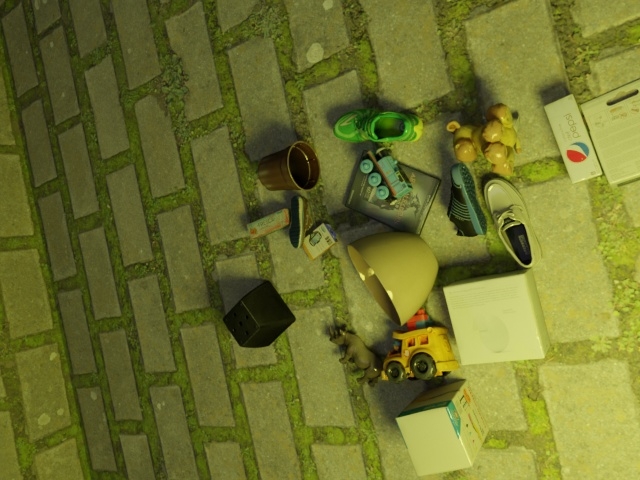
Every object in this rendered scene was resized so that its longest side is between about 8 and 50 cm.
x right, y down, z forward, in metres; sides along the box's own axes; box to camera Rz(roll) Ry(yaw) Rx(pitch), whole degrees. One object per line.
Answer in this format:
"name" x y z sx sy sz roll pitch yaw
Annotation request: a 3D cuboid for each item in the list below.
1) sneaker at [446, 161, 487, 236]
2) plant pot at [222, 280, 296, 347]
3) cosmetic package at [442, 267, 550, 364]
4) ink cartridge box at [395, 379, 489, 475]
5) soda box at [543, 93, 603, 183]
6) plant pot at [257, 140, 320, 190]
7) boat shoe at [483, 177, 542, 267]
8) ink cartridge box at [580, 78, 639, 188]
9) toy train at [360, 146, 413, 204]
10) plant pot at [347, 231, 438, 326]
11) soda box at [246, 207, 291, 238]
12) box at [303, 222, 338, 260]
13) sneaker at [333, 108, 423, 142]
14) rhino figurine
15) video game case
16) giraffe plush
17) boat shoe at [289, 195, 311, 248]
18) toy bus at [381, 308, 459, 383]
"sneaker" 0.394 -0.107 1.401 0.090 0.081 0.232 -8 118 37
"plant pot" -0.240 0.287 1.818 0.187 0.167 0.188 -46 73 27
"cosmetic package" 0.490 0.209 1.382 0.223 0.138 0.225 -14 89 32
"ink cartridge box" 0.359 0.538 1.443 0.168 0.232 0.171 -26 82 29
"soda box" 0.650 -0.257 1.274 0.073 0.069 0.216 -21 84 32
"plant pot" -0.115 -0.242 1.695 0.165 0.166 0.167 -4 93 39
"boat shoe" 0.521 -0.049 1.363 0.096 0.088 0.268 -22 84 31
"ink cartridge box" 0.777 -0.267 1.219 0.189 0.066 0.233 -21 63 31
"toy train" 0.200 -0.202 1.523 0.105 0.080 0.184 -34 76 20
"plant pot" 0.235 0.084 1.474 0.190 0.284 0.284 -31 77 -6
"soda box" -0.178 -0.061 1.801 0.183 0.063 0.058 -20 85 31
"box" 0.000 0.000 1.722 0.136 0.028 0.081 -37 76 26
"sneaker" 0.163 -0.357 1.526 0.295 0.123 0.110 6 99 31
"rhino figurine" 0.115 0.375 1.667 0.243 0.073 0.106 45 119 21
"video game case" 0.222 -0.148 1.572 0.274 0.026 0.196 27 109 27
"giraffe plush" 0.432 -0.273 1.344 0.170 0.210 0.182 -1 119 36
"boat shoe" -0.064 -0.062 1.724 0.066 0.066 0.184 4 92 48
"toy bus" 0.288 0.324 1.525 0.220 0.149 0.212 -21 71 34
